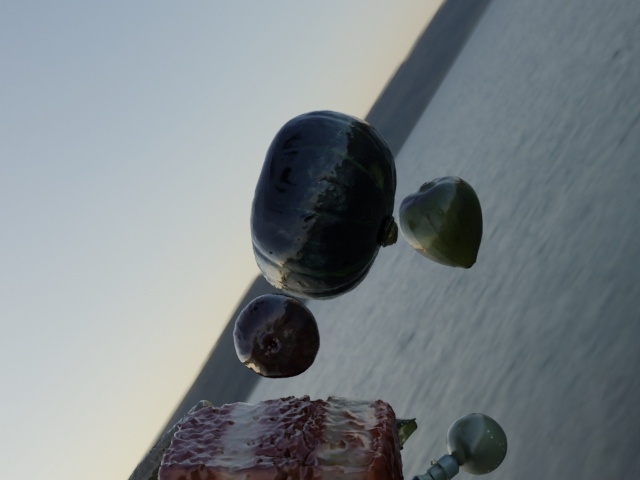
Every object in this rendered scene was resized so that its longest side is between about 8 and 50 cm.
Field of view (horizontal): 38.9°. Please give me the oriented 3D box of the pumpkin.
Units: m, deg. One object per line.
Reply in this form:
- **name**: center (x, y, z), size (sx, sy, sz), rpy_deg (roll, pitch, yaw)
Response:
- **pumpkin**: center (0.018, -0.051, 1.504), size (0.315, 0.239, 0.315), rpy_deg (14, -90, -81)

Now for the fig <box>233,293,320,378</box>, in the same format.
- **fig**: center (-0.040, 0.093, 0.939), size (0.089, 0.089, 0.125), rpy_deg (-58, -3, 9)

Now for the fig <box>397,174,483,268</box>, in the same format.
- **fig**: center (0.296, -0.035, 2.146), size (0.203, 0.225, 0.203), rpy_deg (-31, 3, 2)

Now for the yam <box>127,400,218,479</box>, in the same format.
- **yam**: center (-0.313, 0.447, 1.776), size (0.356, 0.081, 0.081), rpy_deg (-47, 3, 17)

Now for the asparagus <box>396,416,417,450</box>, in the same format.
- **asparagus**: center (0.072, 0.391, 1.768), size (0.343, 0.082, 0.085), rpy_deg (-19, 60, 48)

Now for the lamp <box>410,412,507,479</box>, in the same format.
- **lamp**: center (0.198, 0.323, 1.335), size (0.163, 0.091, 0.091), rpy_deg (-31, -10, -19)

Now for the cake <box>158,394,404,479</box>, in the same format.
- **cake**: center (-0.040, 0.372, 1.231), size (0.270, 0.320, 0.269), rpy_deg (-70, -27, -80)
